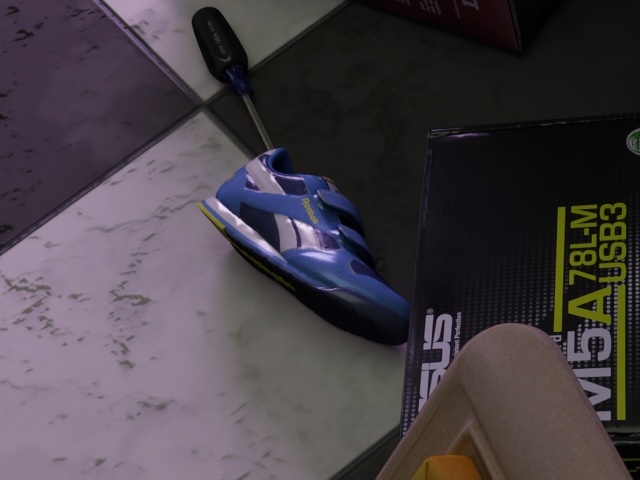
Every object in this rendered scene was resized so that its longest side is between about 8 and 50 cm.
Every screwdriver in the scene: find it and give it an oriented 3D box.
[{"bbox_3d":[-0.034,-0.071,0.938,0.025,0.024,0.170,-11,53,-28],"label":"screwdriver"}]

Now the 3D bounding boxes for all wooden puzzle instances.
[{"bbox_3d":[0.047,0.184,0.615,0.044,0.239,0.221,8,41,-33],"label":"wooden puzzle"}]

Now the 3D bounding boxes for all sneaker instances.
[{"bbox_3d":[0.000,0.000,0.845,0.059,0.053,0.144,-47,55,-9],"label":"sneaker"}]

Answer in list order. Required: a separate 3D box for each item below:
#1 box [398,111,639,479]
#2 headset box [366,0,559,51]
[{"bbox_3d":[0.135,0.023,0.793,0.184,0.045,0.191,-2,54,14],"label":"box"},{"bbox_3d":[0.067,-0.248,0.974,0.293,0.110,0.218,24,65,31],"label":"headset box"}]
